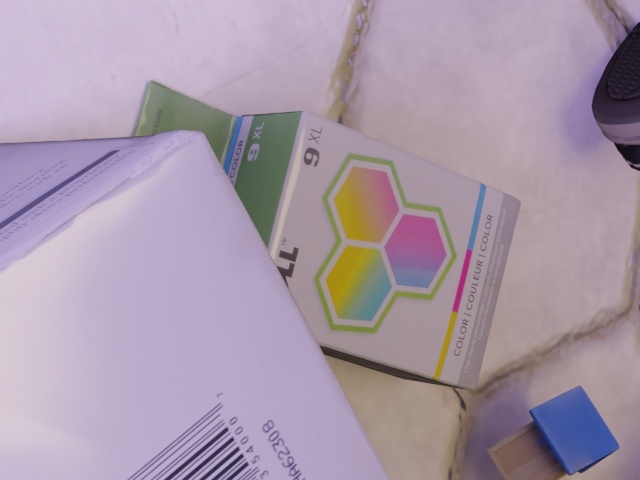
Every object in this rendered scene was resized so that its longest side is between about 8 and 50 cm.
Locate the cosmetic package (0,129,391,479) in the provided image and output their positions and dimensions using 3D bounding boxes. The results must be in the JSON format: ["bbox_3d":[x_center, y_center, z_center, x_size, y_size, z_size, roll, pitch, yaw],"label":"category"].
[{"bbox_3d":[-0.100,0.087,0.538,0.138,0.225,0.224,-38,112,-27],"label":"cosmetic package"}]

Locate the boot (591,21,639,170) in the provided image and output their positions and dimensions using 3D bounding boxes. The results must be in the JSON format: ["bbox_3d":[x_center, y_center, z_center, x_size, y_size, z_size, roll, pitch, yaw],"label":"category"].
[{"bbox_3d":[0.353,-0.067,0.930,0.377,0.138,0.284,-38,113,-35],"label":"boot"}]

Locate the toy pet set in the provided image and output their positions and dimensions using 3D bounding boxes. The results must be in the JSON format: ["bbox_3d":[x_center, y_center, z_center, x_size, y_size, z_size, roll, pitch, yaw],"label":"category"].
[{"bbox_3d":[0.155,0.149,0.802,0.114,0.065,0.122,60,10,16],"label":"toy pet set"}]

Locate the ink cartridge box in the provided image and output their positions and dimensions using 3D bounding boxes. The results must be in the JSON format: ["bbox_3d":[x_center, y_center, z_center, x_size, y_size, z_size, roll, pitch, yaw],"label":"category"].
[{"bbox_3d":[0.000,0.000,0.710,0.209,0.062,0.109,20,80,-35],"label":"ink cartridge box"}]
